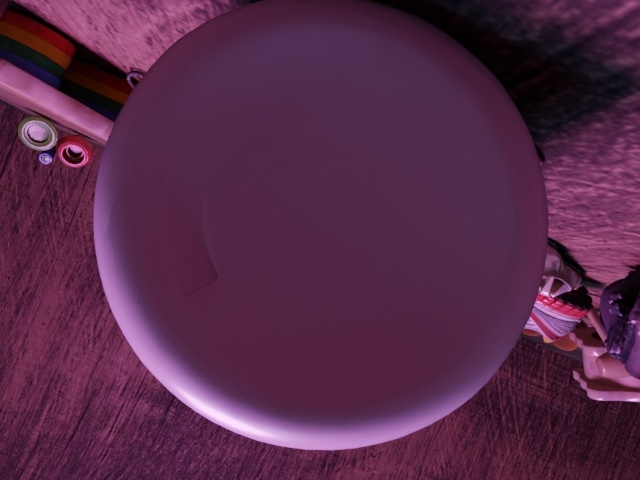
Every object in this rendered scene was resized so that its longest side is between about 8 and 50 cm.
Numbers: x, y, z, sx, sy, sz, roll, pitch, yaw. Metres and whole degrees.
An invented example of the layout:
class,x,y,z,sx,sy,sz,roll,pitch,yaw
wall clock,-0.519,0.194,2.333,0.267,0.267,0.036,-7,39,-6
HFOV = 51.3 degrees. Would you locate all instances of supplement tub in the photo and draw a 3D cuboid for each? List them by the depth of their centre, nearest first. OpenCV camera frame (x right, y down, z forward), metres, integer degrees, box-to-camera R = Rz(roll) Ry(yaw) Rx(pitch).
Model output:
class,x,y,z,sx,sy,sz,roll,pitch,yaw
supplement tub,-0.004,-0.004,0.463,0.228,0.228,0.316,24,177,-1

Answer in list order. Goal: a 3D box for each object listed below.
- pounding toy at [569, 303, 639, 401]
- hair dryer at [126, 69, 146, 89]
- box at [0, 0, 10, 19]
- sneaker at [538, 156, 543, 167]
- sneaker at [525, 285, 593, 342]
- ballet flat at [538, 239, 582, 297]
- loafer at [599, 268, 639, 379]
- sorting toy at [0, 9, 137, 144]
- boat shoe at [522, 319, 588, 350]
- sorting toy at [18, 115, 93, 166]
class,x,y,z,sx,sy,sz,roll,pitch,yaw
pounding toy,0.454,0.144,0.962,0.154,0.155,0.269,-6,-179,11
hair dryer,-0.136,-0.071,0.854,0.224,0.080,0.294,56,170,38
box,-0.374,-0.197,0.519,0.203,0.169,0.167,26,175,-25
sneaker,0.130,-0.036,0.495,0.047,0.057,0.119,25,176,16
sneaker,0.230,0.068,0.869,0.225,0.093,0.088,25,-145,5
ballet flat,0.262,0.039,0.779,0.057,0.052,0.168,21,176,37
loafer,0.322,0.084,0.684,0.095,0.109,0.302,27,-179,29
sorting toy,-0.357,-0.211,0.871,0.255,0.090,0.257,22,175,35
boat shoe,0.439,0.149,1.228,0.073,0.073,0.207,-13,-173,-10
sorting toy,-0.365,-0.139,0.921,0.102,0.061,0.042,34,-153,-27
